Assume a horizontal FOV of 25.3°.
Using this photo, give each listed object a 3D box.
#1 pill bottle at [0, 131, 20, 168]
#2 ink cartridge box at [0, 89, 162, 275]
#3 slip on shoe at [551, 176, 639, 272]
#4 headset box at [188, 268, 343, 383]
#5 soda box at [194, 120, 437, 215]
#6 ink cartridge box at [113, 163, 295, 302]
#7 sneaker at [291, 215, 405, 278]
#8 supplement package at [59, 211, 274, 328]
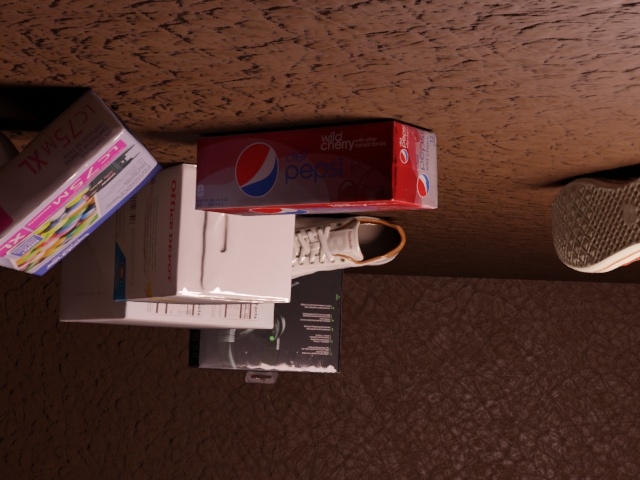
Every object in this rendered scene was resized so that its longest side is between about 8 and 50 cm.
[{"bbox_3d":[-0.390,-0.056,1.609,0.131,0.131,0.229,3,175,-7],"label":"pill bottle"},{"bbox_3d":[-0.260,-0.048,1.465,0.186,0.065,0.311,-42,178,-2],"label":"ink cartridge box"},{"bbox_3d":[0.387,-0.028,1.733,0.101,0.123,0.331,0,172,-25],"label":"slip on shoe"},{"bbox_3d":[-0.093,0.102,2.438,0.246,0.283,0.131,3,175,-13],"label":"headset box"},{"bbox_3d":[-0.008,-0.073,1.523,0.263,0.084,0.092,-2,174,35],"label":"soda box"},{"bbox_3d":[-0.159,-0.001,1.918,0.168,0.171,0.232,5,175,-28],"label":"ink cartridge box"},{"bbox_3d":[0.000,0.000,2.335,0.290,0.106,0.123,-8,173,-13],"label":"sneaker"},{"bbox_3d":[-0.228,0.031,2.154,0.262,0.198,0.199,7,173,-39],"label":"supplement package"}]
